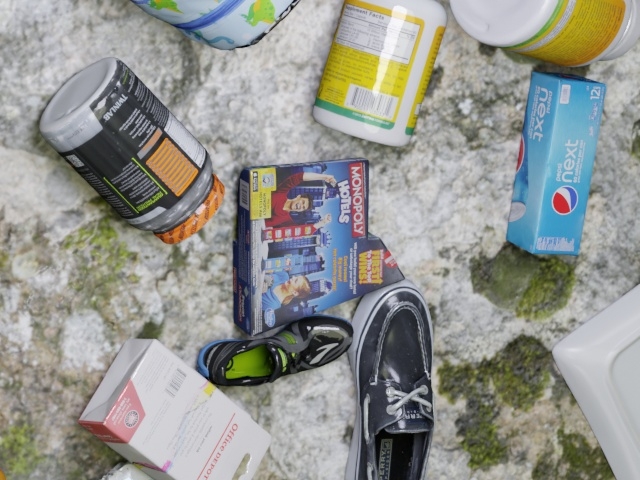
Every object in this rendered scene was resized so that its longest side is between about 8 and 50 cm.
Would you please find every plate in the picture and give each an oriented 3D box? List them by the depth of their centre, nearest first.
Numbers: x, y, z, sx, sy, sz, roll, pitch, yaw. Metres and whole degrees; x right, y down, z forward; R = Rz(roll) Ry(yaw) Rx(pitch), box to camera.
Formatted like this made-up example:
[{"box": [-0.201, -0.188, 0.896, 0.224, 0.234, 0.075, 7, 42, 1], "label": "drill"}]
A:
[{"box": [0.466, 0.172, 2.202, 0.277, 0.045, 0.278, -35, 116, -12], "label": "plate"}]

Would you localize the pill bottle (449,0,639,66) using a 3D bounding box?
[{"box": [0.263, -0.268, 1.903, 0.245, 0.136, 0.136, 6, 103, -53], "label": "pill bottle"}]

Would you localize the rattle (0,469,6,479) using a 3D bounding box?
[{"box": [-0.463, 0.275, 1.835, 0.199, 0.143, 0.130, -34, 83, 5], "label": "rattle"}]

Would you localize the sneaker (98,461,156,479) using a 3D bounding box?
[{"box": [-0.233, 0.283, 1.928, 0.152, 0.053, 0.061, -10, 100, -29], "label": "sneaker"}]

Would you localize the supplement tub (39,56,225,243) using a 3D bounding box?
[{"box": [-0.195, -0.091, 1.800, 0.117, 0.117, 0.190, -45, 117, -6], "label": "supplement tub"}]

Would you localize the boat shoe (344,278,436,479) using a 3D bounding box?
[{"box": [0.090, 0.196, 2.011, 0.108, 0.102, 0.301, 1, 104, -24], "label": "boat shoe"}]

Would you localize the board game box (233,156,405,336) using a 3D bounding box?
[{"box": [0.000, 0.000, 1.942, 0.194, 0.060, 0.194, -6, 106, -23], "label": "board game box"}]

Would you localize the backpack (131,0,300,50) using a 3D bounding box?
[{"box": [-0.067, -0.368, 1.701, 0.273, 0.290, 0.356, 14, 108, -32], "label": "backpack"}]

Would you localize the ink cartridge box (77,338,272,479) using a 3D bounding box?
[{"box": [-0.159, 0.212, 1.909, 0.198, 0.067, 0.115, 42, 64, -26], "label": "ink cartridge box"}]

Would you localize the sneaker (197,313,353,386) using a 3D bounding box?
[{"box": [-0.046, 0.135, 1.949, 0.188, 0.078, 0.067, -12, 109, -21], "label": "sneaker"}]

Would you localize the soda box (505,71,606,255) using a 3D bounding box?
[{"box": [0.280, -0.091, 2.031, 0.067, 0.071, 0.210, 3, 103, -23], "label": "soda box"}]

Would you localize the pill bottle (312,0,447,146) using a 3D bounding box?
[{"box": [0.072, -0.217, 1.881, 0.117, 0.117, 0.208, 12, 99, -26], "label": "pill bottle"}]
